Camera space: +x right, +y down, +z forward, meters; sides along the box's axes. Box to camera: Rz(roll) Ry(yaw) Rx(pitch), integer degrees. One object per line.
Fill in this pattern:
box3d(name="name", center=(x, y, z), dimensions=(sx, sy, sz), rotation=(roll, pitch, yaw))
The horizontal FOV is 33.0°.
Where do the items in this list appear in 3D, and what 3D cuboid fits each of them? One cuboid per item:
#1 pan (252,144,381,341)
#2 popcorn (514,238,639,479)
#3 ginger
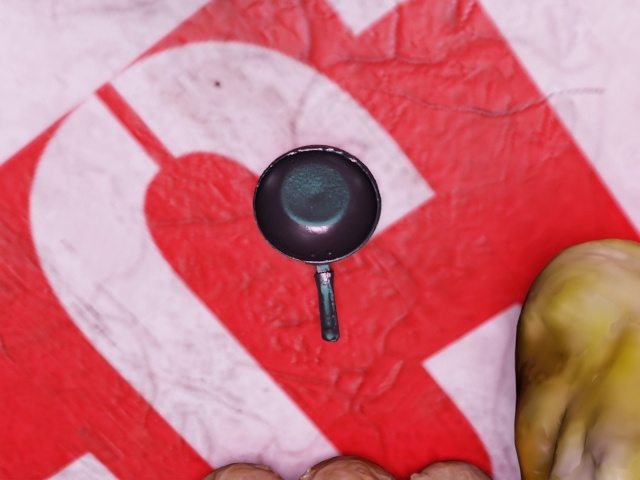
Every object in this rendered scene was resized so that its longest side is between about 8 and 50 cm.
box3d(name="pan", center=(0.000, 0.000, 0.589), dimensions=(0.068, 0.023, 0.115), rotation=(-4, 113, 1))
box3d(name="popcorn", center=(0.244, 0.124, 0.521), dimensions=(0.312, 0.312, 0.312), rotation=(0, 116, 0))
box3d(name="ginger", center=(0.019, 0.170, 0.642), dimensions=(0.204, 0.080, 0.104), rotation=(-3, 148, 2))
